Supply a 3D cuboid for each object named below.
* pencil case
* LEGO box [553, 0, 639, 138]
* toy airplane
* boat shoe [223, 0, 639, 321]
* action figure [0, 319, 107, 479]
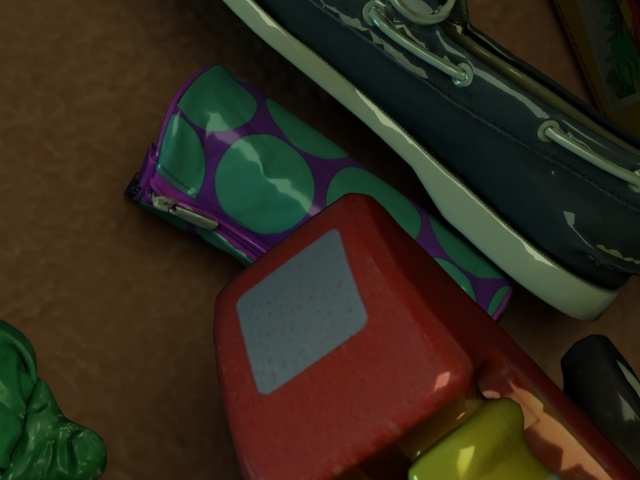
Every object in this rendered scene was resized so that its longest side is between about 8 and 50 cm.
[{"bbox_3d":[0.000,0.000,0.757,0.152,0.064,0.070,35,51,1],"label":"pencil case"},{"bbox_3d":[0.335,-0.046,0.782,0.372,0.193,0.500,-16,76,-18],"label":"LEGO box"},{"bbox_3d":[0.094,0.186,0.553,0.384,0.272,0.386,11,79,24],"label":"toy airplane"},{"bbox_3d":[0.037,-0.078,0.761,0.254,0.095,0.079,44,107,8],"label":"boat shoe"},{"bbox_3d":[-0.186,0.043,0.699,0.232,0.063,0.137,20,66,-2],"label":"action figure"}]
